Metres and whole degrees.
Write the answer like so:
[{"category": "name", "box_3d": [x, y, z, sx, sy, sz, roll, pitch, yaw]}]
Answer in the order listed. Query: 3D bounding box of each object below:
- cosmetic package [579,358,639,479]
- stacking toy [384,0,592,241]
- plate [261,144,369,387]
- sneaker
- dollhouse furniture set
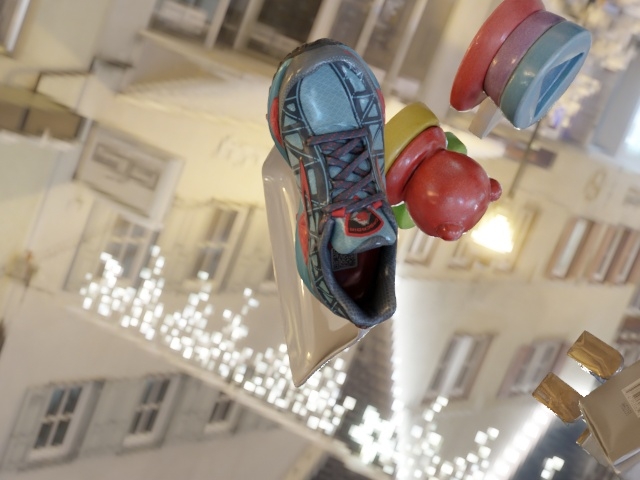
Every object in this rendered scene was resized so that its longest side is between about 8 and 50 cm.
[{"category": "cosmetic package", "box_3d": [0.284, 0.188, 0.843, 0.238, 0.107, 0.127, 55, -173, -9]}, {"category": "stacking toy", "box_3d": [0.192, -0.107, 1.450, 0.130, 0.309, 0.279, 39, 171, 18]}, {"category": "plate", "box_3d": [0.000, 0.000, 1.394, 0.045, 0.278, 0.277, -4, 164, -17]}, {"category": "sneaker", "box_3d": [0.029, -0.042, 1.082, 0.104, 0.262, 0.125, -18, -148, -12]}, {"category": "dollhouse furniture set", "box_3d": [0.457, 0.209, 1.736, 0.212, 0.242, 0.161, 40, 179, -35]}]
